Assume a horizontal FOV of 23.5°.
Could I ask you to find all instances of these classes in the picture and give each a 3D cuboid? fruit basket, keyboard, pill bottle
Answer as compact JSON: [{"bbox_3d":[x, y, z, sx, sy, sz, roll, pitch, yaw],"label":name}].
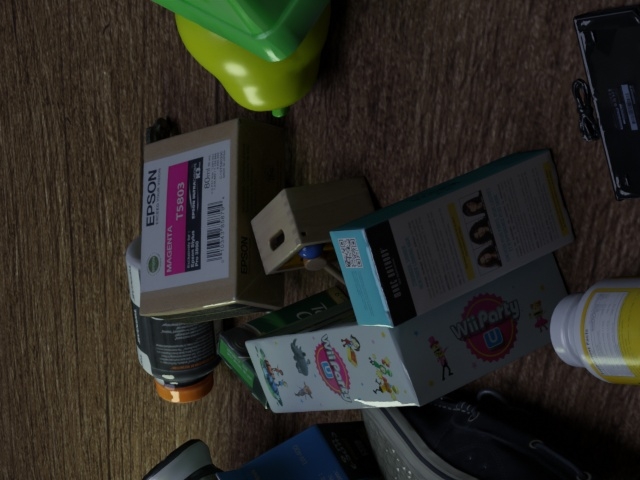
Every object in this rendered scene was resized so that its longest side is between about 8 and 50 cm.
[{"bbox_3d":[-0.079,-0.319,1.688,0.392,0.283,0.392,34,179,1],"label":"fruit basket"},{"bbox_3d":[0.277,-0.124,1.417,0.108,0.023,0.180,-1,108,51],"label":"keyboard"},{"bbox_3d":[0.302,0.084,1.434,0.184,0.103,0.103,-4,106,59],"label":"pill bottle"},{"bbox_3d":[-0.206,0.114,2.221,0.130,0.130,0.245,32,135,44],"label":"pill bottle"}]

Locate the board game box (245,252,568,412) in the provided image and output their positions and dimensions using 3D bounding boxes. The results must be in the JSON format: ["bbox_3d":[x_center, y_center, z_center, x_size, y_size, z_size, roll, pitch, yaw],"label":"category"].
[{"bbox_3d":[0.092,0.103,1.657,0.303,0.224,0.097,-17,94,60],"label":"board game box"}]

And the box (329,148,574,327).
[{"bbox_3d":[0.133,-0.004,1.501,0.060,0.244,0.100,-2,107,57],"label":"box"}]

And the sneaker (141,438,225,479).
[{"bbox_3d":[-0.130,0.470,2.238,0.257,0.169,0.447,45,166,19],"label":"sneaker"}]

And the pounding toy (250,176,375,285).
[{"bbox_3d":[0.000,0.000,1.844,0.141,0.130,0.100,-41,62,58],"label":"pounding toy"}]

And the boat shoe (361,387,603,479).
[{"bbox_3d":[0.177,0.267,1.711,0.500,0.156,0.186,25,137,68],"label":"boat shoe"}]

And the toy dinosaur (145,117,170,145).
[{"bbox_3d":[-0.185,-0.048,2.123,0.268,0.064,0.118,59,172,35],"label":"toy dinosaur"}]

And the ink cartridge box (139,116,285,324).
[{"bbox_3d":[-0.138,-0.021,1.945,0.193,0.088,0.234,-12,74,44],"label":"ink cartridge box"}]

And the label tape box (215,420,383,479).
[{"bbox_3d":[0.032,0.345,1.838,0.240,0.106,0.334,59,-168,14],"label":"label tape box"}]

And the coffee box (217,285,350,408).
[{"bbox_3d":[-0.022,0.128,1.892,0.113,0.184,0.040,45,141,35],"label":"coffee box"}]

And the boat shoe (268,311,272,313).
[{"bbox_3d":[-0.088,0.006,2.015,0.183,0.066,0.066,64,-171,17],"label":"boat shoe"}]
